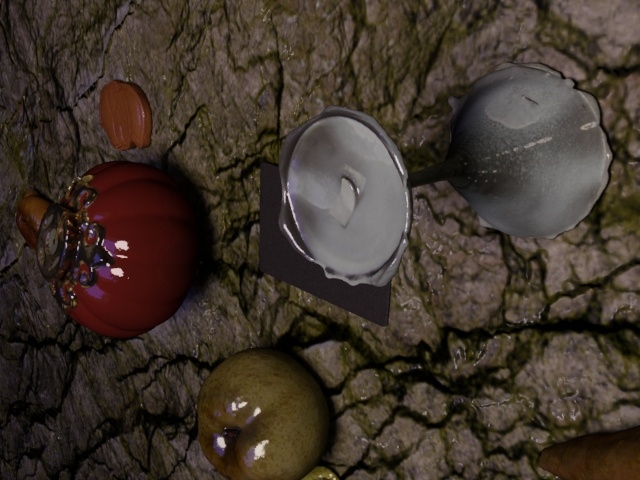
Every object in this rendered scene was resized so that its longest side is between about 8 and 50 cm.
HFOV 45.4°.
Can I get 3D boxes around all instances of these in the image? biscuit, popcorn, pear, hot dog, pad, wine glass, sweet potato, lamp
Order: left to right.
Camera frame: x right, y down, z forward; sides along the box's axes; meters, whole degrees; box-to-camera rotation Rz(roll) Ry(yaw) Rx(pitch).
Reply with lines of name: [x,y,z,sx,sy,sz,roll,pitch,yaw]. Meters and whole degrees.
hot dog: [-0.496,-0.034,1.349,0.140,0.060,0.090,34,122,27]
biscuit: [-0.282,-0.177,1.089,0.130,0.019,0.102,12,110,46]
lamp: [-0.247,0.011,0.980,0.227,0.227,0.227,18,116,43]
pear: [-0.070,0.209,0.897,0.167,0.136,0.167,13,109,40]
popcorn: [-0.001,0.307,0.917,0.068,0.059,0.083,75,174,-47]
pad: [0.000,0.000,0.851,0.211,0.003,0.143,22,119,42]
wine glass: [0.091,-0.049,0.560,0.156,0.232,0.156,18,115,43]
sweet potato: [0.263,0.171,0.570,0.243,0.077,0.077,-35,76,51]
